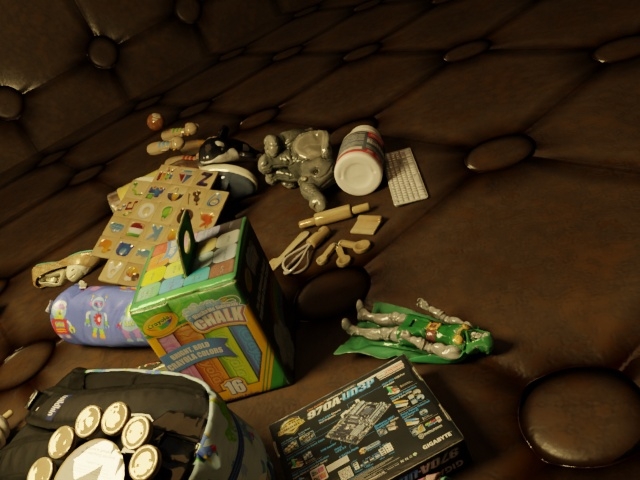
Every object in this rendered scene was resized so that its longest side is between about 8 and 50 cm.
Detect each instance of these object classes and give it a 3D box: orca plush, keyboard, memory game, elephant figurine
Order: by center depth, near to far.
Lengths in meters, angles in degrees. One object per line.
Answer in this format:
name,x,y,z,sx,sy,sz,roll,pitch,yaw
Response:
memory game,-0.243,0.259,0.649,0.186,0.012,0.186,-15,53,21
keyboard,0.184,-0.147,1.387,0.072,0.014,0.256,-19,31,9
elephant figurine,-0.015,-0.173,1.465,0.239,0.186,0.169,21,10,38
orca plush,-0.224,-0.257,1.640,0.151,0.102,0.287,-3,7,39

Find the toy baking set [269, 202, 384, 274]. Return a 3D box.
toy baking set,0.002,-0.004,1.273,0.256,0.030,0.197,-12,32,20

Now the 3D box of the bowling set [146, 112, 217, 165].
bowling set,-0.436,-0.297,1.893,0.154,0.200,0.287,-8,38,23

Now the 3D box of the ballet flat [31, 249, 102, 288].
ballet flat,-0.644,0.080,1.579,0.206,0.073,0.067,-16,58,18

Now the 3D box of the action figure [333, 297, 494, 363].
action figure,0.147,0.136,0.925,0.232,0.063,0.137,4,37,34

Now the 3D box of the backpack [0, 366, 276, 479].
backpack,-0.231,0.294,0.776,0.355,0.273,0.290,-27,26,38

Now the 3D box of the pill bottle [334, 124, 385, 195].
pill bottle,0.095,-0.192,1.428,0.108,0.108,0.180,-13,32,18

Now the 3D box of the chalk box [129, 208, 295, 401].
chalk box,-0.173,0.092,0.984,0.179,0.289,0.180,-18,30,10

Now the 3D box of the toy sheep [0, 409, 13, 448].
toy sheep,-0.595,0.346,1.090,0.091,0.091,0.132,-8,28,26

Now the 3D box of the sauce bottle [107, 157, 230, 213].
sauce bottle,-0.416,-0.157,1.730,0.344,0.111,0.111,-28,30,-4

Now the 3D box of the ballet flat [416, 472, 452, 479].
ballet flat,0.105,0.339,0.628,0.079,0.077,0.221,-32,20,24

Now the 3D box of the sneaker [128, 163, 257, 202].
sneaker,-0.328,-0.091,1.578,0.350,0.131,0.148,-9,55,13

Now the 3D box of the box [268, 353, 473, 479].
box,0.055,0.259,0.796,0.220,0.051,0.175,-27,30,-5

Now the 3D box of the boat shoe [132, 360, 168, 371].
boat shoe,-0.279,0.227,1.085,0.133,0.049,0.042,-22,38,12

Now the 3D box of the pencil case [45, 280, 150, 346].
pencil case,-0.395,0.143,1.224,0.306,0.133,0.119,-4,3,30

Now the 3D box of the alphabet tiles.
alphabet tiles,-0.379,-0.038,1.471,0.285,0.011,0.343,9,60,22
